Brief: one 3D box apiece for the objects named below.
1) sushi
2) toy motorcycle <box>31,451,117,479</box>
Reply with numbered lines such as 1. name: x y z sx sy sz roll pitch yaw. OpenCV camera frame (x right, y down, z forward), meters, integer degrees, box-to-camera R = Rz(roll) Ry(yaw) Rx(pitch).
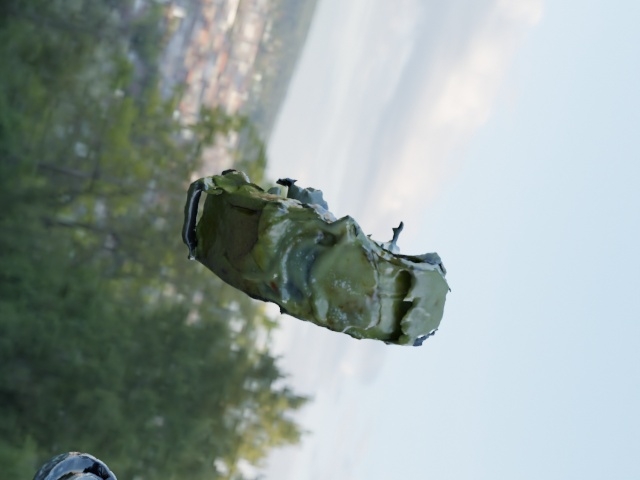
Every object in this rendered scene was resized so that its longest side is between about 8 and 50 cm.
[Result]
1. sushi: -0.003 0.002 1.226 0.131 0.291 0.139 -27 135 -50
2. toy motorcycle: -0.161 0.361 1.099 0.107 0.222 0.341 -21 -113 44
